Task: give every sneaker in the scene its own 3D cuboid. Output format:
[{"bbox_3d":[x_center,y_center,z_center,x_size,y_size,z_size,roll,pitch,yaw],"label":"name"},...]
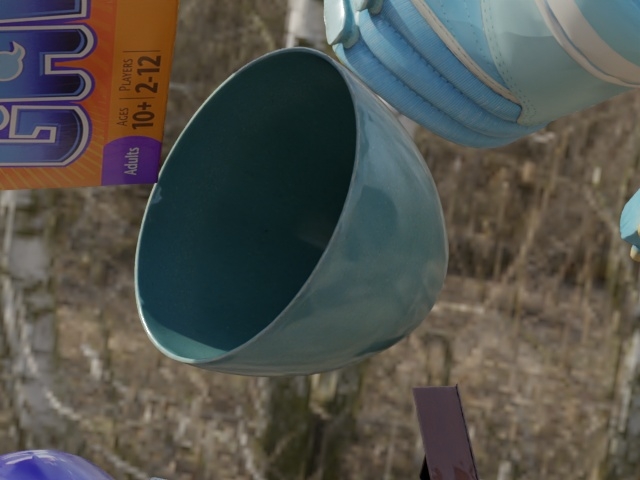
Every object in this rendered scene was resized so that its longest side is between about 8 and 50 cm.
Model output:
[{"bbox_3d":[0.053,-0.189,0.686,0.127,0.318,0.208,-9,-13,-32],"label":"sneaker"}]

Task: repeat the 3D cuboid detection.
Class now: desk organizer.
[{"bbox_3d":[0.126,0.213,1.530,0.050,0.047,0.130,0,47,-9],"label":"desk organizer"}]

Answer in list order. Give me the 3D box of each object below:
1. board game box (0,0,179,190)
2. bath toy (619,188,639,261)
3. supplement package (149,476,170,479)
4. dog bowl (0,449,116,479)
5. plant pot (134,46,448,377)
[{"bbox_3d":[-0.305,-0.276,1.143,0.357,0.356,0.356,-3,-29,-12],"label":"board game box"},{"bbox_3d":[0.419,0.036,1.204,0.348,0.129,0.151,28,33,-10],"label":"bath toy"},{"bbox_3d":[-0.035,0.262,0.962,0.244,0.133,0.139,4,30,30],"label":"supplement package"},{"bbox_3d":[-0.247,0.313,1.243,0.265,0.264,0.104,3,20,-41],"label":"dog bowl"},{"bbox_3d":[0.000,0.000,1.319,0.195,0.290,0.290,26,-6,-36],"label":"plant pot"}]
